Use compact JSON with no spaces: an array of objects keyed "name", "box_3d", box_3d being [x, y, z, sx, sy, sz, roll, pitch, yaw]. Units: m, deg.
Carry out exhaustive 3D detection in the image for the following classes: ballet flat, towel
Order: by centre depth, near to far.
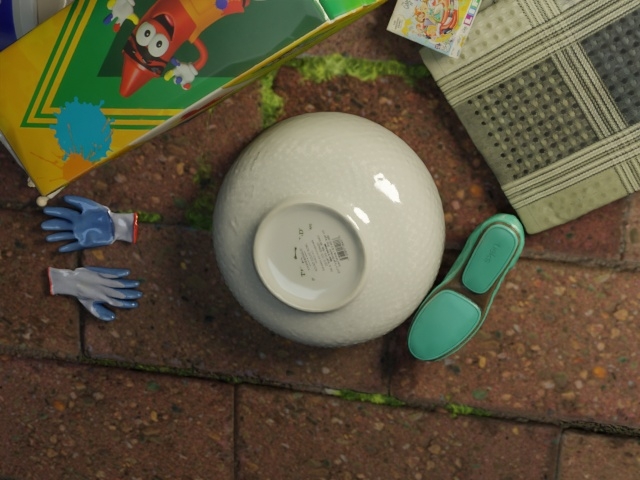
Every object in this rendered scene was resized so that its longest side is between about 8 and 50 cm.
[{"name":"towel","box_3d":[0.326,-0.195,1.328,0.324,0.056,0.312,-26,103,31]},{"name":"ballet flat","box_3d":[0.207,0.064,1.441,0.083,0.087,0.247,35,115,8]}]

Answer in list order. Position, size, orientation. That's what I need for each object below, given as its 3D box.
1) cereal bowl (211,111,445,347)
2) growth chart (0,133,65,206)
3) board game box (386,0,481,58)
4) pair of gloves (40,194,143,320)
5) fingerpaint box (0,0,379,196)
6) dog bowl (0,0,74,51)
[{"name":"cereal bowl","box_3d":[0.000,0.000,1.443,0.339,0.141,0.339,4,108,13]},{"name":"growth chart","box_3d":[-0.422,-0.187,1.546,0.172,0.021,0.237,-30,99,20]},{"name":"board game box","box_3d":[0.157,-0.321,1.324,0.103,0.026,0.154,30,106,32]},{"name":"pair of gloves","box_3d":[-0.350,0.029,1.600,0.159,0.023,0.198,6,108,12]},{"name":"fingerpaint box","box_3d":[-0.132,-0.252,1.226,0.371,0.445,0.163,-28,98,21]},{"name":"dog bowl","box_3d":[-0.348,-0.336,1.347,0.104,0.265,0.265,12,110,12]}]
